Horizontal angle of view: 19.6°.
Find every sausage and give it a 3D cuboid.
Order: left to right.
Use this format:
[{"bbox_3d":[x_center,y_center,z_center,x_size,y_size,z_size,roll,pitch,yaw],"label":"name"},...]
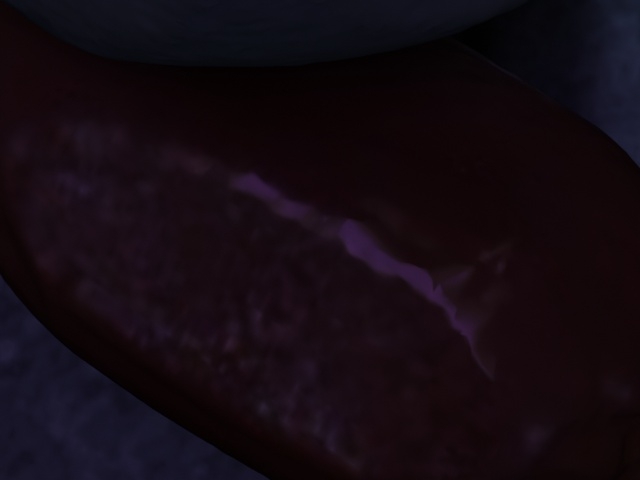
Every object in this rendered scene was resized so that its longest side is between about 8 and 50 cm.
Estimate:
[{"bbox_3d":[0.000,0.000,0.542,0.254,0.148,0.148,25,88,13],"label":"sausage"}]

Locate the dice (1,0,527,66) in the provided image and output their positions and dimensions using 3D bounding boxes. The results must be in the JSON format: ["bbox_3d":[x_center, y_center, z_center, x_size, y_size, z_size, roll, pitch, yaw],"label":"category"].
[{"bbox_3d":[-0.021,-0.208,0.470,0.259,0.243,0.251,-40,54,-22],"label":"dice"}]
